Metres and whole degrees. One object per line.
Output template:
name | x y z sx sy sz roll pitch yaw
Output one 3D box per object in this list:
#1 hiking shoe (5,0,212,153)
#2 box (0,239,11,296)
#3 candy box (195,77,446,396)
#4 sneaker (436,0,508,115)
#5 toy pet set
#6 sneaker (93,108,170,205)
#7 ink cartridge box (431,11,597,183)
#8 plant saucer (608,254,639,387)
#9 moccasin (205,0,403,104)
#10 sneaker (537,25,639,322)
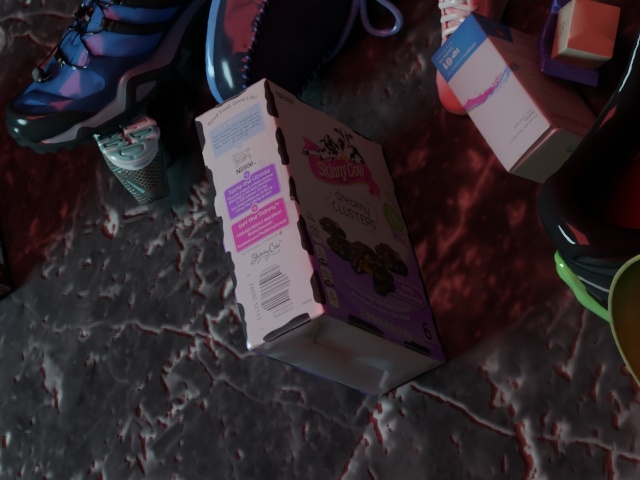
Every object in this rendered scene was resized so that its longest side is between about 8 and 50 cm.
hiking shoe | -0.160 -0.206 1.495 0.304 0.132 0.113 -44 36 -5
box | -0.419 0.002 1.635 0.203 0.167 0.168 -32 59 24
candy box | 0.000 0.000 1.331 0.070 0.165 0.196 -29 60 25
sneaker | 0.106 -0.167 1.370 0.051 0.070 0.134 11 83 36
toy pet set | 0.216 -0.127 1.290 0.065 0.114 0.122 143 139 -78
sneaker | -0.167 -0.086 1.549 0.065 0.076 0.166 -22 35 -2
ink cartridge box | 0.148 -0.098 1.301 0.052 0.088 0.122 -49 52 24
plant saucer | 0.281 0.085 1.079 0.241 0.241 0.037 26 61 39
moccasin | 0.018 -0.251 1.422 0.117 0.138 0.342 22 90 34
sneaker | 0.326 -0.128 1.111 0.483 0.202 0.185 -50 53 12
